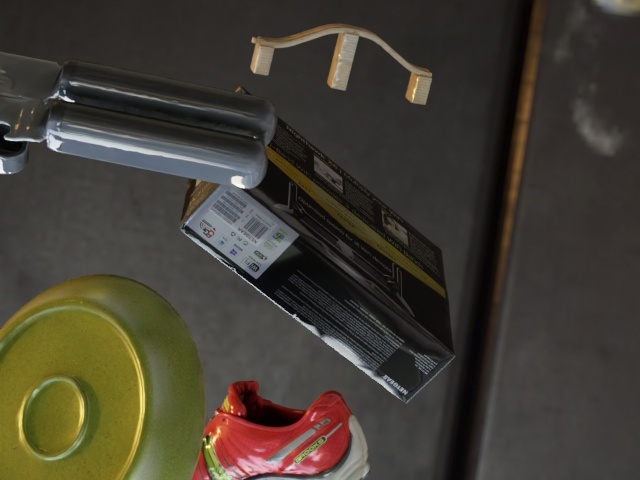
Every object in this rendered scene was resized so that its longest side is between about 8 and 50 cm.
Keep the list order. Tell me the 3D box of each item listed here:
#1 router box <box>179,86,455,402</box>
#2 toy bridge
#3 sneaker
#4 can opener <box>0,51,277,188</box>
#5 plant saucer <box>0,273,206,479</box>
[{"bbox_3d":[0.000,0.000,1.906,0.081,0.309,0.243,-45,17,20],"label":"router box"},{"bbox_3d":[0.022,-0.183,1.800,0.026,0.188,0.063,-122,44,-67],"label":"toy bridge"},{"bbox_3d":[-0.078,0.195,1.738,0.107,0.279,0.118,-25,-78,-60],"label":"sneaker"},{"bbox_3d":[-0.177,-0.085,1.356,0.095,0.283,0.076,101,180,-58],"label":"can opener"},{"bbox_3d":[-0.197,0.140,1.405,0.037,0.241,0.241,24,-107,-56],"label":"plant saucer"}]
